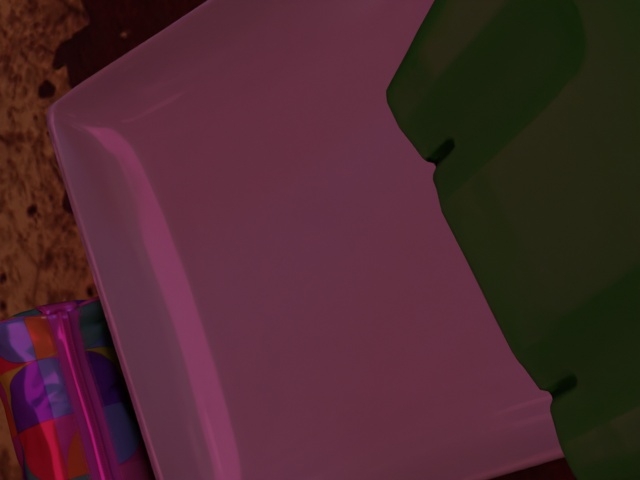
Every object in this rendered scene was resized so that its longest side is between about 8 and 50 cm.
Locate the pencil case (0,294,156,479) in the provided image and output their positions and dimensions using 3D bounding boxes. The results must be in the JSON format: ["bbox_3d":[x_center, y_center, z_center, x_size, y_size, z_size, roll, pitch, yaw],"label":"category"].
[{"bbox_3d":[-0.157,0.156,0.862,0.104,0.104,0.236,-27,76,31],"label":"pencil case"}]

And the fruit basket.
[{"bbox_3d":[0.248,-0.103,0.424,0.392,0.392,0.283,-34,73,30],"label":"fruit basket"}]

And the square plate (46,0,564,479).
[{"bbox_3d":[0.000,0.000,0.783,0.347,0.049,0.344,-27,76,31],"label":"square plate"}]
